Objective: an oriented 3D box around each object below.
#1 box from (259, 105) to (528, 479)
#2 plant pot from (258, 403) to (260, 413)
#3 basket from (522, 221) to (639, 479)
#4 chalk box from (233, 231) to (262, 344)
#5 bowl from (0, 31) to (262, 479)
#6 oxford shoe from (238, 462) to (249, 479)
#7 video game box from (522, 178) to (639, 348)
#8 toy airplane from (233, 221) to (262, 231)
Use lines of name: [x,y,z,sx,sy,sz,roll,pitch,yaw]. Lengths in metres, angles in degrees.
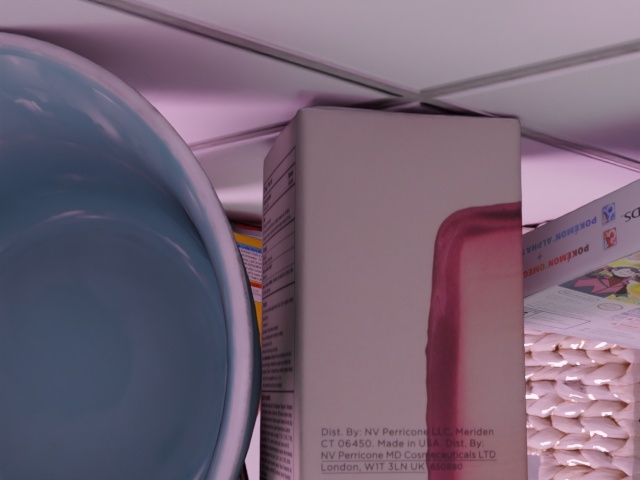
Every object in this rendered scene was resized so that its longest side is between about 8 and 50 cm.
box: [0.036,0.053,0.661,0.126,0.232,0.148,2,173,-11]
plant pot: [-0.229,0.128,1.309,0.272,0.273,0.265,7,179,-22]
basket: [0.294,0.136,1.007,0.331,0.267,0.328,9,171,-25]
chalk box: [-0.116,0.061,1.078,0.132,0.132,0.213,16,173,-24]
bowl: [-0.155,0.066,0.586,0.311,0.312,0.163,1,173,17]
oxford shoe: [-0.137,0.075,0.783,0.130,0.123,0.348,-14,-146,-7]
video game box: [0.225,0.021,0.679,0.205,0.048,0.187,12,160,-27]
toy airplane: [0.000,0.000,1.031,0.151,0.028,0.151,5,172,1]
